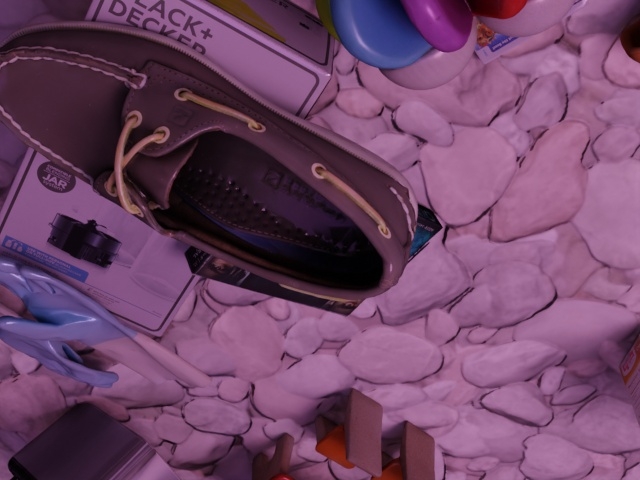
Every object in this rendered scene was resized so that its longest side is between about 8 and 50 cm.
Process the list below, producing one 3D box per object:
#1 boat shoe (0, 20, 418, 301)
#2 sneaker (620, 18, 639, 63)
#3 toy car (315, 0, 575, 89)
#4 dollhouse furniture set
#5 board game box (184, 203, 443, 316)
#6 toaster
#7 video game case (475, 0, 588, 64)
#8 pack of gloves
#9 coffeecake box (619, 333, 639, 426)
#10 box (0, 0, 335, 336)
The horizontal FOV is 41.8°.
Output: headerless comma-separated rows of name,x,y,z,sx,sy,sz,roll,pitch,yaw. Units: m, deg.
boat shoe,-0.080,-0.052,0.538,0.305,0.091,0.109,23,116,-3
sneaker,0.277,-0.223,0.511,0.123,0.106,0.290,9,126,-6
toy car,0.077,-0.173,0.526,0.182,0.136,0.159,-26,120,20
dollhouse furniture set,0.031,0.325,0.895,0.259,0.135,0.262,35,120,-20
board game box,0.000,0.000,0.677,0.186,0.026,0.126,20,123,-46
toaster,-0.207,0.270,0.851,0.186,0.110,0.168,12,140,49
video game case,0.125,-0.196,0.598,0.087,0.011,0.122,-28,119,21
pack of gloves,-0.244,0.092,0.741,0.195,0.046,0.232,-10,140,39
coffeecake box,0.361,0.167,0.732,0.142,0.185,0.068,14,125,-6
box,-0.132,-0.075,0.654,0.169,0.087,0.290,28,122,-16
